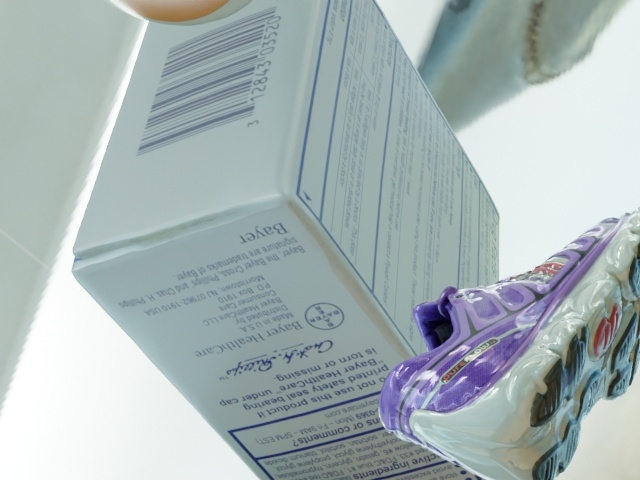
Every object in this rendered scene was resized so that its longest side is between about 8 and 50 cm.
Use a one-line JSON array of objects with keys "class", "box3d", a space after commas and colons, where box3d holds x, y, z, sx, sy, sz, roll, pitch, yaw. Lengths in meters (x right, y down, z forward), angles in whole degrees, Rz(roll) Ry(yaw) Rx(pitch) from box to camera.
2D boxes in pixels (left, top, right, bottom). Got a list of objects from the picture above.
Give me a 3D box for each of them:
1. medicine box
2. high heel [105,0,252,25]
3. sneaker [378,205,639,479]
[{"class": "medicine box", "box3d": [0.000, 0.000, 0.913, 0.289, 0.149, 0.263, 55, -151, -36]}, {"class": "high heel", "box3d": [-0.047, -0.169, 0.488, 0.082, 0.244, 0.117, 3, -109, -3]}, {"class": "sneaker", "box3d": [0.075, 0.027, 0.499, 0.170, 0.071, 0.068, -31, -51, -55]}]
